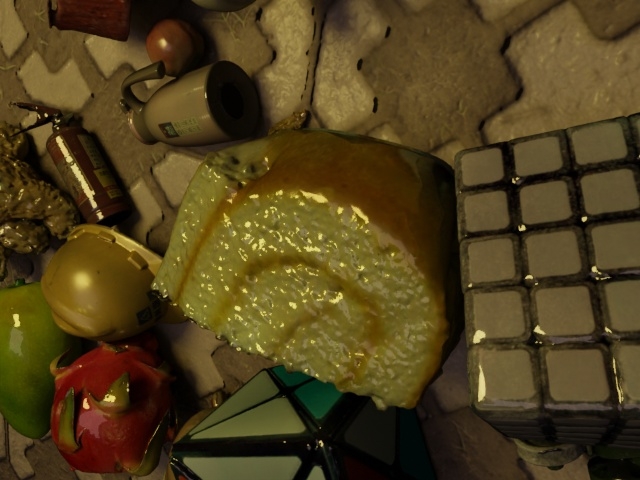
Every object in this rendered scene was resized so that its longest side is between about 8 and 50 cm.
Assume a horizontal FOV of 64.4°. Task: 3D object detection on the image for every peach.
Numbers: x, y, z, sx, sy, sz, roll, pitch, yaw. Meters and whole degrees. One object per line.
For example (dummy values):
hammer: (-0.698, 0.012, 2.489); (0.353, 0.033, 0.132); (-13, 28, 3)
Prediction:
peach: (-0.209, -0.276, 0.724); (0.083, 0.083, 0.083); (7, 106, 25)

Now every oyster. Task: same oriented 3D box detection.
oyster: (-0.051, -0.142, 0.710); (0.051, 0.034, 0.093); (18, 106, 13)

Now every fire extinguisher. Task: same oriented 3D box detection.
fire extinguisher: (-0.424, -0.135, 0.852); (0.075, 0.106, 0.252); (-30, 89, 49)

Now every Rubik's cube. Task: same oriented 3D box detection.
Rubik's cube: (-0.009, 0.314, 0.682); (0.248, 0.246, 0.250); (-15, 96, 28)
Rubik's cube: (0.258, 0.051, 0.442); (0.238, 0.237, 0.237); (-8, 63, 26)

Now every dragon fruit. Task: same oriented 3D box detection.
dragon fruit: (-0.343, 0.275, 0.867); (0.224, 0.224, 0.227); (4, 93, 25)

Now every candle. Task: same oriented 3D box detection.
candle: (-0.269, -0.422, 0.632); (0.287, 0.131, 0.317); (-139, 55, -62)

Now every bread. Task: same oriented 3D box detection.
bread: (-0.006, -0.007, 0.611); (0.395, 0.239, 0.264); (19, 108, 24)

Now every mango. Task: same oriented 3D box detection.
mango: (-0.559, 0.243, 0.990); (0.192, 0.156, 0.343); (23, 116, 29)

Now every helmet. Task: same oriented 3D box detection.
helmet: (-0.356, 0.095, 0.828); (0.256, 0.140, 0.205); (20, 133, 17)

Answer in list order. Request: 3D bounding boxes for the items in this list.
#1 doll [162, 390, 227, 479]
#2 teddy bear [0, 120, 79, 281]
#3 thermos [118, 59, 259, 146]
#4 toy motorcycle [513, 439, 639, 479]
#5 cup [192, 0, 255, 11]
doll: (-0.164, 0.430, 0.830); (0.174, 0.235, 0.330); (-2, 114, -3)
teddy bear: (-0.601, -0.052, 0.936); (0.267, 0.156, 0.256); (48, 120, 6)
thermos: (-0.202, -0.192, 0.720); (0.193, 0.137, 0.105); (-2, 61, 33)
toy motorcycle: (0.368, 0.248, 0.557); (0.275, 0.127, 0.205); (-13, 98, 22)
cup: (-0.077, -0.394, 0.528); (0.227, 0.257, 0.301); (12, 107, 26)
